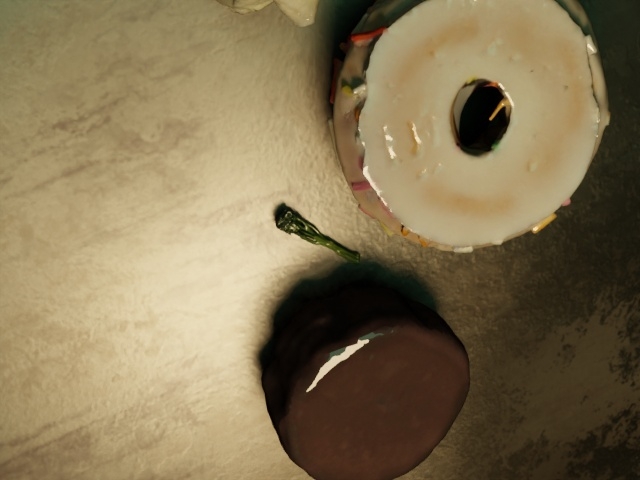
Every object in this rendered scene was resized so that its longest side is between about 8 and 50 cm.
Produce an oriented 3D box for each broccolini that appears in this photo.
[{"bbox_3d":[0.000,0.000,1.391,0.140,0.035,0.030,29,102,-24],"label":"broccolini"}]

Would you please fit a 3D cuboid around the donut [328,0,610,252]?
[{"bbox_3d":[0.183,-0.172,1.327,0.383,0.142,0.382,-5,108,-15],"label":"donut"}]

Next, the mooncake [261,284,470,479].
[{"bbox_3d":[0.060,0.196,1.417,0.283,0.141,0.283,-8,120,-15],"label":"mooncake"}]

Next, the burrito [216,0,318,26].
[{"bbox_3d":[-0.063,-0.413,1.140,0.190,0.135,0.332,20,106,24],"label":"burrito"}]
